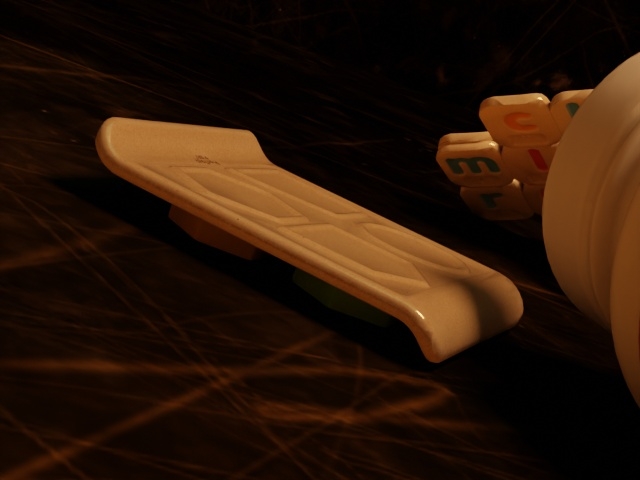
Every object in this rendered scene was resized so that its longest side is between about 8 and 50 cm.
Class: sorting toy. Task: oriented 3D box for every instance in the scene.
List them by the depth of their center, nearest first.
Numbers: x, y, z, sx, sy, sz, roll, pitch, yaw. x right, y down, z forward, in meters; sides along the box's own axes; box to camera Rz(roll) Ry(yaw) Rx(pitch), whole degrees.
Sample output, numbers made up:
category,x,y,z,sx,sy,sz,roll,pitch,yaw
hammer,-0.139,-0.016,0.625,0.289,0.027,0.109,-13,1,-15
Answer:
category,x,y,z,sx,sy,sz,roll,pitch,yaw
sorting toy,0.000,0.000,0.681,0.208,0.038,0.193,31,13,17

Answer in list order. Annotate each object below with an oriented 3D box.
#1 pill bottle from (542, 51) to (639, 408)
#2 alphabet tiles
category,x,y,z,sx,sy,sz,roll,pitch,yaw
pill bottle,0.271,0.040,0.516,0.229,0.229,0.408,17,13,-28
alphabet tiles,0.248,-0.057,1.041,0.284,0.021,0.278,-1,-24,25
